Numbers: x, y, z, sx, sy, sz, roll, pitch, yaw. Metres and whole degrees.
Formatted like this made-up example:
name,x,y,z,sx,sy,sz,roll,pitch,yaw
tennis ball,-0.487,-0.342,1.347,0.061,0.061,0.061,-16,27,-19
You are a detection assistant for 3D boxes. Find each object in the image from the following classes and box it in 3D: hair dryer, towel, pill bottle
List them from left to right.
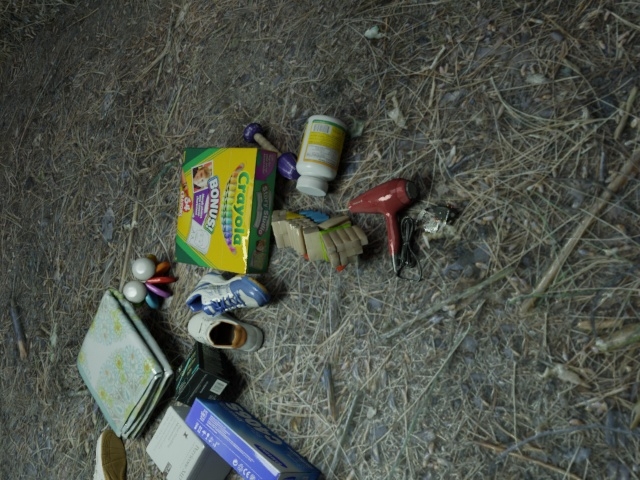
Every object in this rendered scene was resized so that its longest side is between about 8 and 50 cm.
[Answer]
name,x,y,z,sx,sy,sz,roll,pitch,yaw
towel,-0.620,0.388,1.916,0.374,0.090,0.320,46,117,27
pill bottle,-0.002,-0.236,1.722,0.118,0.118,0.208,5,77,38
hair dryer,0.178,-0.049,1.543,0.294,0.080,0.223,37,98,40

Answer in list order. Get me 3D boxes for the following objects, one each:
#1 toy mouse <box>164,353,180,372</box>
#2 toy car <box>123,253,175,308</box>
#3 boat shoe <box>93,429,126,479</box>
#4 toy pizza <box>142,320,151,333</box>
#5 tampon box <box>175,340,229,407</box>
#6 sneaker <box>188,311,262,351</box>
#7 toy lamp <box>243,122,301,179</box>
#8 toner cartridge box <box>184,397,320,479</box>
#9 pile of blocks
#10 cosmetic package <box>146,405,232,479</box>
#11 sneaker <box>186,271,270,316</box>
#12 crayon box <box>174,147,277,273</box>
name,x,y,z,sx,sy,sz,roll,pitch,yaw
toy mouse,-0.525,0.419,1.947,0.143,0.031,0.160,11,81,39
toy car,-0.552,0.143,2.011,0.136,0.159,0.181,20,86,4
boat shoe,-0.666,0.736,1.901,0.096,0.098,0.276,-30,59,25
toy pizza,-0.598,0.364,2.007,0.201,0.032,0.201,-19,64,46
tampon box,-0.336,0.385,1.730,0.120,0.102,0.161,-55,20,8
sneaker,-0.308,0.255,1.782,0.290,0.123,0.105,3,78,39
toy lamp,-0.144,-0.270,1.868,0.080,0.080,0.275,-54,51,9
toner cartridge box,-0.179,0.524,1.560,0.348,0.165,0.075,26,91,39
pile of blocks,0.000,0.000,1.664,0.362,0.149,0.112,24,133,49
cosmetic package,-0.346,0.571,1.678,0.184,0.151,0.151,32,96,40
sneaker,-0.268,0.174,1.761,0.297,0.111,0.131,-2,39,46
crayon box,-0.291,-0.096,1.849,0.313,0.106,0.362,6,92,38
